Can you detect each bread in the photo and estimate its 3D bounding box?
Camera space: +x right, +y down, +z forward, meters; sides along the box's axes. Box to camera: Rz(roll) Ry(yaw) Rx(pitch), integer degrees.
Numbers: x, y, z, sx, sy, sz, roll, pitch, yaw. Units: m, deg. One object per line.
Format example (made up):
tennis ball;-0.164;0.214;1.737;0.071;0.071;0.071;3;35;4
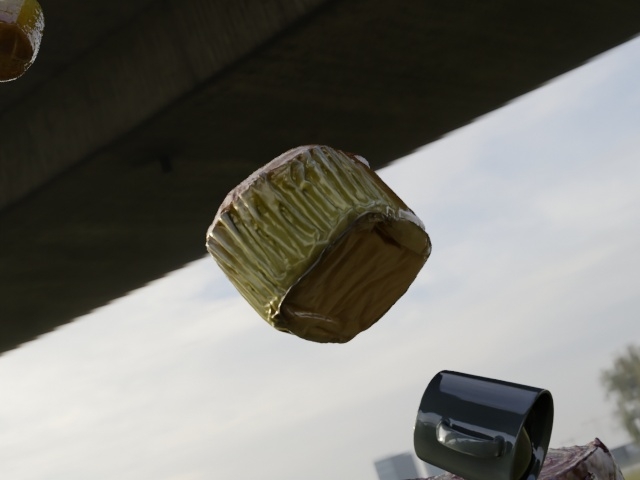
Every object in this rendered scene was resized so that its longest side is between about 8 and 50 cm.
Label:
bread;-0.434;-0.259;1.296;0.245;0.094;0.102;22;-49;-17
bread;0.000;0.000;0.876;0.132;0.114;0.190;-44;-19;8

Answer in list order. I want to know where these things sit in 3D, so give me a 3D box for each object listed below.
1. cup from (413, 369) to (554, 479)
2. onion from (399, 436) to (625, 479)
cup;0.107;0.131;0.798;0.077;0.078;0.100;13;2;28
onion;0.148;0.286;0.937;0.216;0.207;0.206;-24;-4;33
